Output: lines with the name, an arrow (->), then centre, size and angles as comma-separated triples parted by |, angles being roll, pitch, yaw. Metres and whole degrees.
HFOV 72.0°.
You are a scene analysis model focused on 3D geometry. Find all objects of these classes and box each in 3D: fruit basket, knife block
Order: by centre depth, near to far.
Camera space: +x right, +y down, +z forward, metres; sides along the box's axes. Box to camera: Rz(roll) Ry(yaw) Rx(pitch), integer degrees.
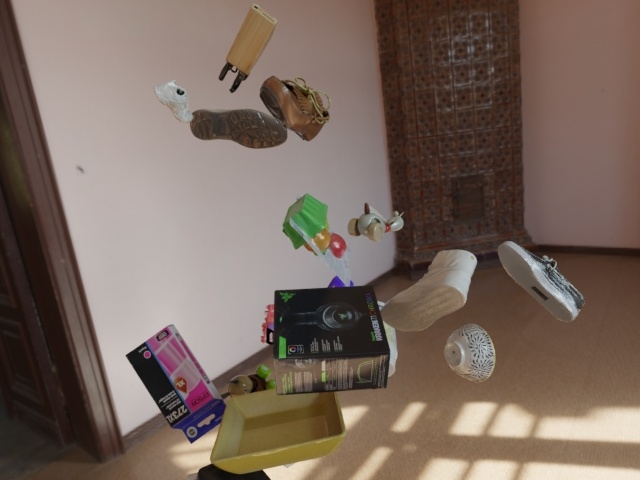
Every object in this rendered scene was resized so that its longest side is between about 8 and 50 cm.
knife block -> -0.249, -0.612, 1.448 | 0.088, 0.242, 0.276 | 31, 3, -16
fruit basket -> 0.000, 0.000, 1.766 | 0.165, 0.353, 0.327 | -31, 21, 17

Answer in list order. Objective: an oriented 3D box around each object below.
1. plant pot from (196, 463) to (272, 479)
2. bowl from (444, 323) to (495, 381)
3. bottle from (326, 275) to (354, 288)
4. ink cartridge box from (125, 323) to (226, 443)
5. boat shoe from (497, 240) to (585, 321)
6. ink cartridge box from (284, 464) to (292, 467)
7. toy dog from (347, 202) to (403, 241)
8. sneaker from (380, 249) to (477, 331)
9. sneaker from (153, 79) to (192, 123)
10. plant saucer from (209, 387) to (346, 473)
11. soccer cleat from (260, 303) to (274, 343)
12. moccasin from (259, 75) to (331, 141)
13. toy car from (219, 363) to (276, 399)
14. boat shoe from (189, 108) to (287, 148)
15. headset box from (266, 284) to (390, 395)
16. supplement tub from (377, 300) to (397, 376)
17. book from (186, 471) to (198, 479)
plant pot -> -0.235, 0.741, 1.244 | 0.167, 0.187, 0.188 | 8, -3, 30
bowl -> 0.417, 0.331, 1.290 | 0.080, 0.170, 0.170 | 2, 8, -24
bottle -> 0.042, 0.291, 2.065 | 0.092, 0.282, 0.118 | 44, 22, 26
ink cartridge box -> -0.470, 0.480, 1.465 | 0.176, 0.371, 0.069 | -36, -3, 0
boat shoe -> 0.687, 0.105, 1.361 | 0.105, 0.306, 0.113 | -41, -12, -20
ink cartridge box -> -0.112, 0.686, 1.529 | 0.090, 0.092, 0.143 | -43, 19, 19
toy dog -> 0.260, -0.103, 1.994 | 0.220, 0.160, 0.334 | 7, 15, 19
sneaker -> 0.282, 0.127, 1.138 | 0.292, 0.108, 0.169 | -37, 12, 50
sneaker -> -0.364, -0.356, 1.142 | 0.061, 0.053, 0.152 | -26, -19, 5
plant saucer -> -0.104, 0.507, 1.202 | 0.333, 0.080, 0.333 | -10, 7, -2
soccer cleat -> -0.185, 0.340, 1.756 | 0.095, 0.248, 0.083 | 7, 44, -8
moccasin -> -0.053, -0.374, 1.225 | 0.147, 0.139, 0.380 | -40, -13, 13
toy car -> -0.265, 0.527, 1.536 | 0.188, 0.155, 0.149 | 23, 15, -46
boat shoe -> -0.276, -0.406, 1.543 | 0.356, 0.132, 0.130 | 12, 25, 11
headset box -> 0.008, 0.239, 1.096 | 0.283, 0.131, 0.246 | -2, 32, -2
supplement tub -> 0.251, 0.484, 2.147 | 0.236, 0.235, 0.324 | -6, 45, 9
book -> -0.419, 0.875, 1.571 | 0.144, 0.035, 0.096 | -26, 47, 22
